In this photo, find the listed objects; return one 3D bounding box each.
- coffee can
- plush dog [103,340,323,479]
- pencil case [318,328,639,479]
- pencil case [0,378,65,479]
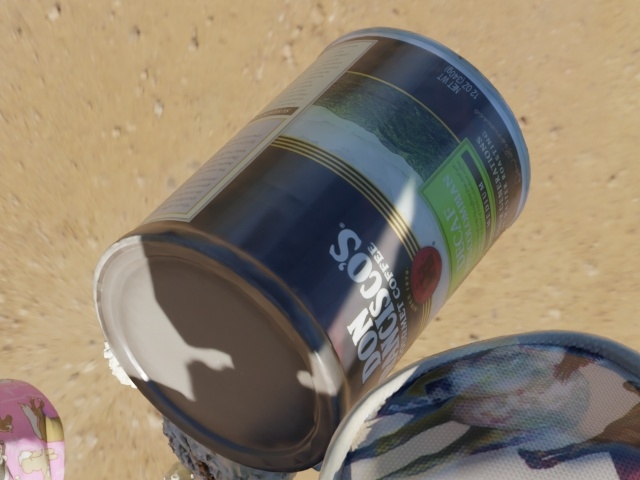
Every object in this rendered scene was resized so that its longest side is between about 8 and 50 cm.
[{"bbox_3d":[0.000,0.000,1.102,0.201,0.201,0.275,44,52,-2],"label":"coffee can"},{"bbox_3d":[-0.068,0.153,1.341,0.210,0.225,0.262,-17,95,-2],"label":"plush dog"},{"bbox_3d":[0.108,0.218,0.694,0.183,0.410,0.160,-10,47,-1],"label":"pencil case"},{"bbox_3d":[-0.413,0.226,1.396,0.160,0.386,0.167,31,111,30],"label":"pencil case"}]
